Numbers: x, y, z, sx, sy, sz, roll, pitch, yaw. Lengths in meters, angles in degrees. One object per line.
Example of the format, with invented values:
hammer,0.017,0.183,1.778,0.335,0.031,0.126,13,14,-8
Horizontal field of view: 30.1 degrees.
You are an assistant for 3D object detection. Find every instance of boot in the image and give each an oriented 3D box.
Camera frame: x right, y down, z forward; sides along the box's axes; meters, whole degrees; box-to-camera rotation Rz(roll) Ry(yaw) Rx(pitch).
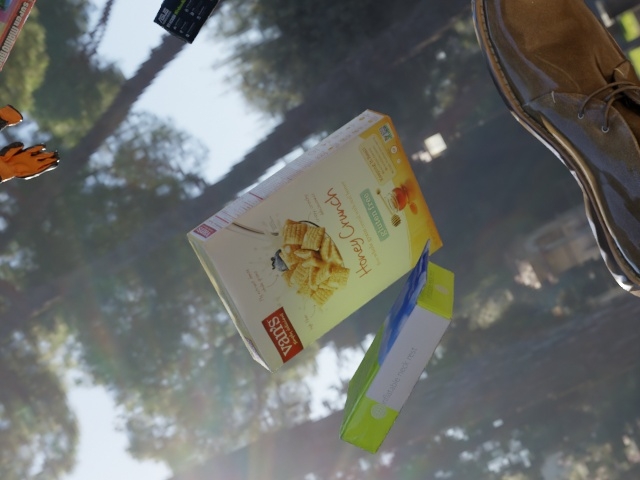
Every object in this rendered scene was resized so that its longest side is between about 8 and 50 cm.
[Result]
boot,0.226,-0.104,0.928,0.305,0.112,0.115,60,168,7

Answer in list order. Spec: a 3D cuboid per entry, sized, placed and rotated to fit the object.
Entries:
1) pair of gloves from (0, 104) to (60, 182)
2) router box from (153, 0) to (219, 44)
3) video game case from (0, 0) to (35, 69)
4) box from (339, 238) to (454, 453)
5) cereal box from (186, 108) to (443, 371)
pair of gloves,-0.245,-0.078,0.919,0.083,0.010,0.074,42,-147,15
router box,-0.079,-0.223,0.921,0.038,0.122,0.092,30,-124,-12
video game case,-0.399,-0.247,1.259,0.204,0.285,0.025,27,-179,25
box,0.076,0.097,1.111,0.042,0.178,0.109,26,-158,-4
cereal box,0.000,0.000,1.231,0.047,0.240,0.173,27,149,55
